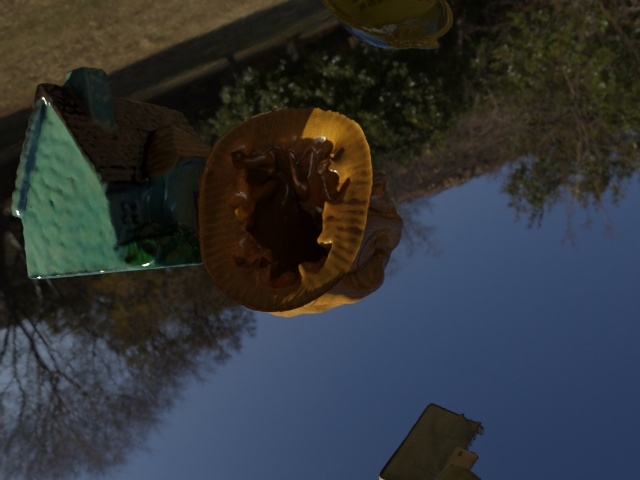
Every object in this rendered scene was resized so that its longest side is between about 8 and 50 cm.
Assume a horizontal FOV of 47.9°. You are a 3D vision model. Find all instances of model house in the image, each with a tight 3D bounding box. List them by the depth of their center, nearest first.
[{"bbox_3d":[-0.212,-0.087,0.924,0.230,0.248,0.280,-5,179,28],"label":"model house"},{"bbox_3d":[0.246,0.517,1.550,0.178,0.206,0.271,18,-139,27],"label":"model house"}]

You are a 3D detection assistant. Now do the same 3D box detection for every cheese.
[{"bbox_3d":[0.073,-0.325,0.925,0.177,0.270,0.069,-7,141,-20],"label":"cheese"}]

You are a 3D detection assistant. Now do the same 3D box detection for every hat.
[{"bbox_3d":[0.000,0.000,0.862,0.244,0.233,0.233,27,-100,34],"label":"hat"}]

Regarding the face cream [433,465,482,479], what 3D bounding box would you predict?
[{"bbox_3d":[0.103,0.340,0.780,0.224,0.114,0.070,-31,146,-41],"label":"face cream"}]
